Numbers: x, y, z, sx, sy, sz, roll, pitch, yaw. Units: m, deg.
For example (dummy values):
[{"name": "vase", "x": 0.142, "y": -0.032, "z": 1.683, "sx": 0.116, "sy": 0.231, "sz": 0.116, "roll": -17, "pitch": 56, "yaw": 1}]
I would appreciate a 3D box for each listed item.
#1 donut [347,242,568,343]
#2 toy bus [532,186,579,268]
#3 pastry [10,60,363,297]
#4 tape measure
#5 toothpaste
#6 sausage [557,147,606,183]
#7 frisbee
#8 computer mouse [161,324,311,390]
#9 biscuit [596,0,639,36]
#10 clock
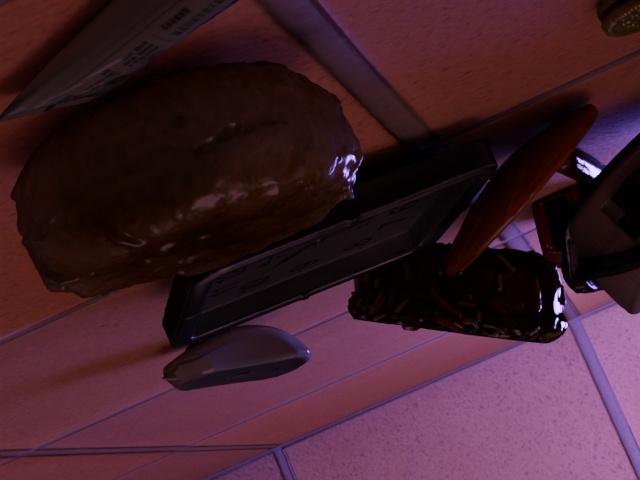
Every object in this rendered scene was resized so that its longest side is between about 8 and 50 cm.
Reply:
[{"name": "donut", "x": 0.140, "y": 0.046, "z": 1.647, "sx": 0.216, "sy": 0.095, "sz": 0.230, "roll": 5, "pitch": 178, "yaw": 26}, {"name": "toy bus", "x": 0.293, "y": -0.010, "z": 1.897, "sx": 0.089, "sy": 0.081, "sz": 0.195, "roll": -14, "pitch": 170, "yaw": 8}, {"name": "pastry", "x": -0.076, "y": -0.037, "z": 0.969, "sx": 0.193, "sy": 0.093, "sz": 0.182, "roll": -25, "pitch": 166, "yaw": 20}, {"name": "tape measure", "x": 0.327, "y": -0.045, "z": 1.574, "sx": 0.231, "sy": 0.133, "sz": 0.271, "roll": -41, "pitch": 167, "yaw": -6}, {"name": "toothpaste", "x": -0.082, "y": -0.105, "z": 0.791, "sx": 0.064, "sy": 0.041, "sz": 0.218, "roll": -21, "pitch": 174, "yaw": -42}, {"name": "sausage", "x": 0.257, "y": -0.073, "z": 1.639, "sx": 0.029, "sy": 0.029, "sz": 0.223, "roll": -26, "pitch": 169, "yaw": 16}, {"name": "frisbee", "x": 0.165, "y": -0.050, "z": 1.430, "sx": 0.192, "sy": 0.035, "sz": 0.192, "roll": -48, "pitch": 179, "yaw": -1}, {"name": "computer mouse", "x": -0.098, "y": 0.125, "z": 1.810, "sx": 0.182, "sy": 0.056, "sz": 0.089, "roll": -7, "pitch": 157, "yaw": -34}, {"name": "biscuit", "x": 0.231, "y": -0.167, "z": 1.146, "sx": 0.084, "sy": 0.023, "sz": 0.084, "roll": -21, "pitch": 171, "yaw": -4}, {"name": "clock", "x": 0.000, "y": -0.001, "z": 1.414, "sx": 0.279, "sy": 0.049, "sz": 0.273, "roll": -21, "pitch": 169, "yaw": -15}]
